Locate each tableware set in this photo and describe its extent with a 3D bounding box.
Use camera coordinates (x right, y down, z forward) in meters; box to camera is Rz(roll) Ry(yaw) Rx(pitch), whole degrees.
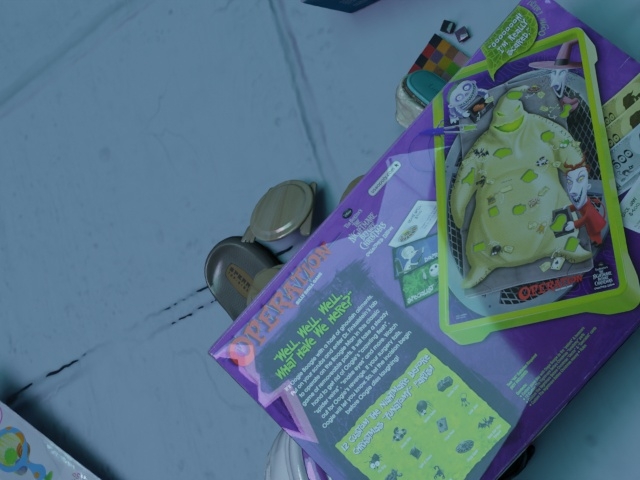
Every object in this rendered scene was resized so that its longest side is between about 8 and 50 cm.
[{"bbox_3d":[0.000,0.000,0.788,0.168,0.020,0.141,-11,49,30],"label":"tableware set"}]

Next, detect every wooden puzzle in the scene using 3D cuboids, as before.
[{"bbox_3d":[0.098,-0.137,0.785,0.049,0.006,0.083,45,109,30],"label":"wooden puzzle"}]

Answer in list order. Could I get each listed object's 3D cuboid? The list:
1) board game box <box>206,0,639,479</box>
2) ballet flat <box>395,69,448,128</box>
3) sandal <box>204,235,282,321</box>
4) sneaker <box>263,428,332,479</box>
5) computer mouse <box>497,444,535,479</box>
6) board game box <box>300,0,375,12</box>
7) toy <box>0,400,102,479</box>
[{"bbox_3d":[0.109,0.019,0.659,0.208,0.056,0.347,43,92,15],"label":"board game box"},{"bbox_3d":[0.121,-0.069,0.739,0.168,0.057,0.052,46,144,27],"label":"ballet flat"},{"bbox_3d":[-0.033,0.064,0.815,0.219,0.060,0.090,40,106,31],"label":"sandal"},{"bbox_3d":[0.031,0.275,0.728,0.152,0.114,0.305,-43,56,56],"label":"sneaker"},{"bbox_3d":[0.155,0.241,0.673,0.106,0.042,0.193,-44,62,21],"label":"computer mouse"},{"bbox_3d":[0.063,-0.387,0.756,0.253,0.079,0.336,-17,83,37],"label":"board game box"},{"bbox_3d":[-0.308,0.247,0.984,0.237,0.056,0.137,30,97,28],"label":"toy"}]
